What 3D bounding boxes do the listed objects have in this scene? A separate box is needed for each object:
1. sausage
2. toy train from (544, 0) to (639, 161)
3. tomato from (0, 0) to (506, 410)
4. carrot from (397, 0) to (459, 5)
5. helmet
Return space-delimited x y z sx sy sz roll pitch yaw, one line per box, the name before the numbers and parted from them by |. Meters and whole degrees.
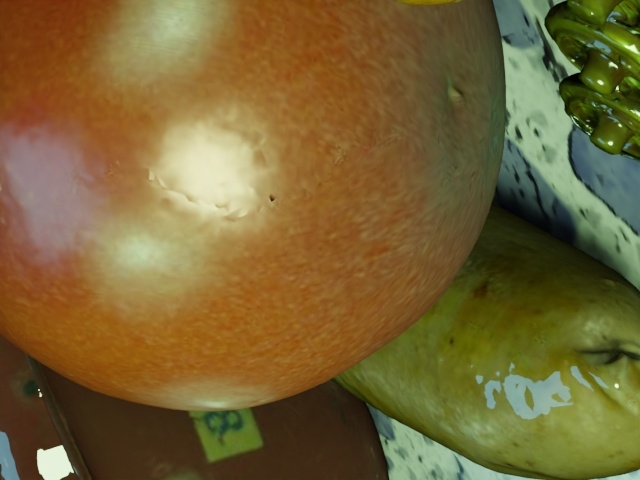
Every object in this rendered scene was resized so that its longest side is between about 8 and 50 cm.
sausage | 0.002 0.002 0.843 0.501 0.123 0.136 29 169 45
toy train | 0.144 -0.063 0.481 0.137 0.090 0.225 32 174 19
tomato | -0.044 -0.056 0.646 0.224 0.256 0.256 2 124 28
carrot | 0.069 -0.104 0.514 0.043 0.248 0.043 6 104 25
helmet | -0.085 0.146 1.048 0.385 0.230 0.337 55 155 33
